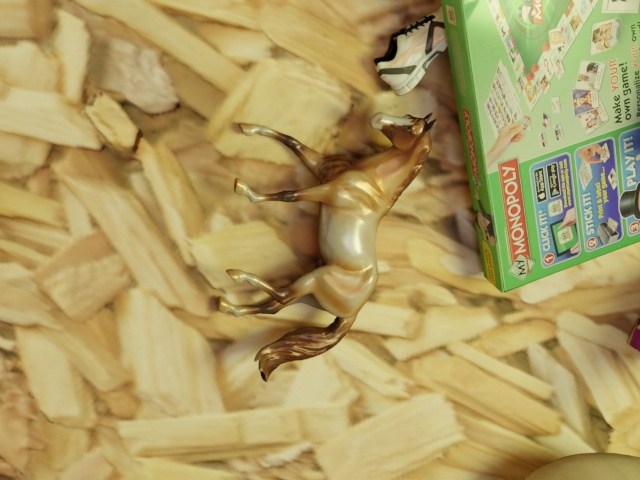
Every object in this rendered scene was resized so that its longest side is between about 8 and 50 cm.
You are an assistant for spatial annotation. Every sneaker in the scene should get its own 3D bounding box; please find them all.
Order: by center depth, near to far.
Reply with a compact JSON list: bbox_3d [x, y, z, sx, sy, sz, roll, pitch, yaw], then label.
[{"bbox_3d":[0.093,-0.186,1.048,0.044,0.040,0.109,38,91,-20],"label":"sneaker"}]

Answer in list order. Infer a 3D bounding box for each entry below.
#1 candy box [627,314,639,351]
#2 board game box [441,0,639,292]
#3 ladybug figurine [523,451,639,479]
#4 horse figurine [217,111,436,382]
[{"bbox_3d":[0.387,0.089,1.128,0.053,0.186,0.109,19,99,-17],"label":"candy box"},{"bbox_3d":[0.236,-0.127,1.076,0.213,0.046,0.317,-18,117,-12],"label":"board game box"},{"bbox_3d":[0.364,0.407,1.156,0.305,0.162,0.449,-38,82,23],"label":"ladybug figurine"},{"bbox_3d":[0.000,0.000,1.058,0.174,0.066,0.263,6,100,-12],"label":"horse figurine"}]
